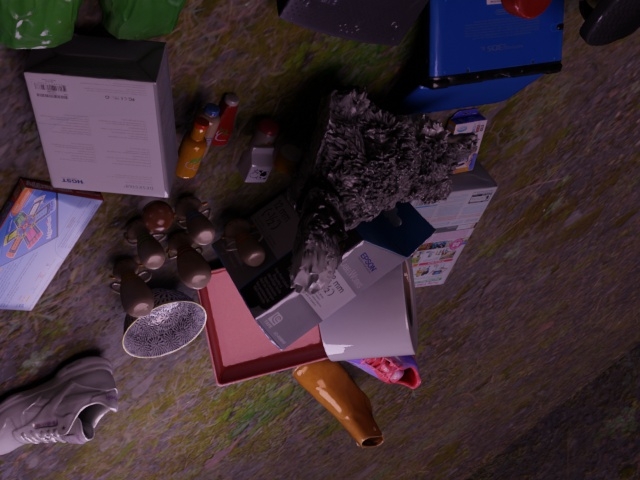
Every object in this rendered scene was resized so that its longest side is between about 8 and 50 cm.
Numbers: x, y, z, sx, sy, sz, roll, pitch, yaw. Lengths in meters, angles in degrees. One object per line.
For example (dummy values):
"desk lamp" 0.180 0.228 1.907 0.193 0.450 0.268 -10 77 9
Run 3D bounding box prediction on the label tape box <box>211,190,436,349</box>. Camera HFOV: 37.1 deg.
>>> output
"label tape box" 0.000 0.000 1.736 0.348 0.249 0.115 -38 130 1

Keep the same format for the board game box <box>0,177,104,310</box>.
"board game box" -0.490 0.014 1.589 0.145 0.027 0.281 8 131 -46

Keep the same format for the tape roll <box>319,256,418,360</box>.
"tape roll" 0.093 0.109 1.866 0.169 0.246 0.246 -6 148 10

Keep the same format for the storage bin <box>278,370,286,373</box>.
"storage bin" -0.053 0.190 2.075 0.180 0.122 0.084 -29 147 -4

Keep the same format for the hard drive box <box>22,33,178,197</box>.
"hard drive box" -0.306 -0.174 1.364 0.181 0.089 0.232 6 141 0

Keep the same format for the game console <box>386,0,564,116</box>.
"game console" 0.272 -0.345 1.717 0.293 0.173 0.250 -12 111 -27

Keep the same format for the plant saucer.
"plant saucer" -0.111 0.147 1.934 0.258 0.048 0.259 -13 113 -11

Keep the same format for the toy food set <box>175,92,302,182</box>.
"toy food set" -0.130 -0.170 1.552 0.232 0.111 0.104 -2 137 -33

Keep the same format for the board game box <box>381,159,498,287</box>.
"board game box" 0.212 -0.025 2.027 0.224 0.097 0.303 -6 138 -31

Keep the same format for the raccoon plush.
"raccoon plush" 0.105 -0.054 1.610 0.299 0.446 0.216 18 151 -14

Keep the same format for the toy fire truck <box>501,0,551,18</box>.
"toy fire truck" 0.314 -0.491 1.435 0.302 0.169 0.253 -25 130 -33

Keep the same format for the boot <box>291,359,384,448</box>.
"boot" 0.058 0.406 2.364 0.104 0.211 0.295 -39 146 11

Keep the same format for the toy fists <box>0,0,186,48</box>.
"toy fists" -0.294 -0.336 1.228 0.279 0.096 0.142 -11 152 -29

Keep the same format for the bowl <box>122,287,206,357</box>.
"bowl" -0.314 0.145 1.850 0.170 0.080 0.170 -20 146 -15

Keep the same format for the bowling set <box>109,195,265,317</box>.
"bowling set" -0.252 -0.017 1.665 0.287 0.154 0.200 -22 127 -11

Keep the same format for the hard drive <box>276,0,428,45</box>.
"hard drive" 0.062 -0.392 1.464 0.255 0.054 0.172 2 135 -41

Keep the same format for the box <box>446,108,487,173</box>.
"box" 0.282 -0.196 1.900 0.081 0.028 0.136 -13 134 -29

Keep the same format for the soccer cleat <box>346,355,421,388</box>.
"soccer cleat" 0.149 0.296 2.377 0.108 0.116 0.318 -43 145 17

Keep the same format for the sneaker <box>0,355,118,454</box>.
"sneaker" -0.536 0.354 1.887 0.305 0.152 0.114 -33 149 5

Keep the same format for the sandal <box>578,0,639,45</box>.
"sandal" 0.516 -0.427 1.661 0.167 0.107 0.446 -44 171 23
